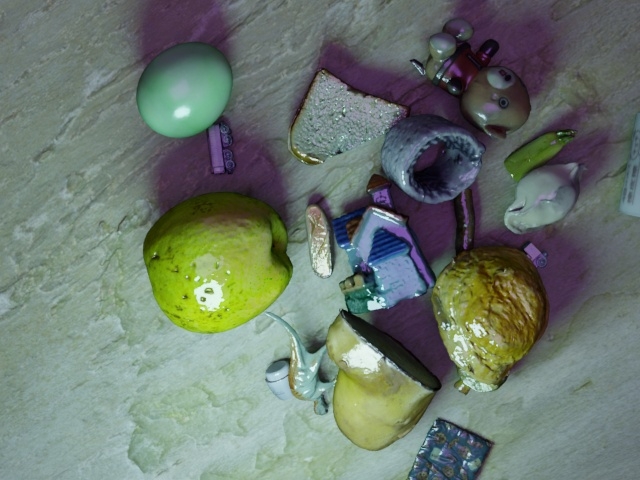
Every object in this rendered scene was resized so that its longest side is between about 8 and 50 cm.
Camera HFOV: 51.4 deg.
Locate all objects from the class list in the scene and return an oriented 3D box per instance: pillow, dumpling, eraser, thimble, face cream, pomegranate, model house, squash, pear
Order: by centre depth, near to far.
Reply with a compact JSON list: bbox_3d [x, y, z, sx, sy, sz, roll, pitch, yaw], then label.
[{"bbox_3d":[0.286,-0.218,1.726,0.245,0.157,0.217,-14,122,-16],"label":"thimble"},{"bbox_3d":[0.858,-0.196,1.729,0.095,0.174,0.270,6,99,1],"label":"eraser"},{"bbox_3d":[-0.256,0.045,1.729,0.391,0.391,0.391,0,98,3],"label":"pear"},{"bbox_3d":[0.137,-0.003,1.739,0.252,0.295,0.329,-18,91,9],"label":"model house"},{"bbox_3d":[0.605,-0.105,1.778,0.258,0.193,0.147,-34,51,-1],"label":"dumpling"},{"bbox_3d":[0.598,-0.243,1.787,0.200,0.075,0.090,-38,76,29],"label":"squash"},{"bbox_3d":[0.453,0.358,1.863,0.143,0.122,0.169,41,131,24],"label":"pomegranate"},{"bbox_3d":[-0.108,0.401,1.908,0.091,0.091,0.095,-22,105,6],"label":"face cream"},{"bbox_3d":[0.367,0.666,1.951,0.189,0.034,0.255,23,99,-1],"label":"pillow"}]

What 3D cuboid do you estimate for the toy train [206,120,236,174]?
[{"bbox_3d":[-0.276,-0.255,1.845,0.071,0.038,0.148,-5,97,3],"label":"toy train"}]

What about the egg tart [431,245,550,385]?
[{"bbox_3d":[0.455,0.172,1.737,0.351,0.153,0.339,-36,86,-15],"label":"egg tart"}]

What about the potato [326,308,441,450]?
[{"bbox_3d":[0.124,0.407,1.778,0.397,0.290,0.296,31,99,-44],"label":"potato"}]

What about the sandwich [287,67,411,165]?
[{"bbox_3d":[0.069,-0.299,1.790,0.288,0.099,0.254,22,92,-1],"label":"sandwich"}]

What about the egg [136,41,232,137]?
[{"bbox_3d":[-0.352,-0.392,1.736,0.270,0.220,0.220,-39,95,0],"label":"egg"}]

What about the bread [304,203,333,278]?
[{"bbox_3d":[0.000,0.001,1.862,0.073,0.053,0.214,-7,101,8],"label":"bread"}]

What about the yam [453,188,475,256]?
[{"bbox_3d":[0.400,-0.025,1.835,0.061,0.061,0.253,-4,98,3],"label":"yam"}]

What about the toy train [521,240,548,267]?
[{"bbox_3d":[0.570,0.063,1.846,0.122,0.050,0.081,-43,90,8],"label":"toy train"}]

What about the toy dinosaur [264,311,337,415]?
[{"bbox_3d":[-0.029,0.332,1.847,0.205,0.092,0.393,-44,126,-7],"label":"toy dinosaur"}]

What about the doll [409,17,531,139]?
[{"bbox_3d":[0.397,-0.405,1.723,0.330,0.235,0.174,44,141,4],"label":"doll"}]
